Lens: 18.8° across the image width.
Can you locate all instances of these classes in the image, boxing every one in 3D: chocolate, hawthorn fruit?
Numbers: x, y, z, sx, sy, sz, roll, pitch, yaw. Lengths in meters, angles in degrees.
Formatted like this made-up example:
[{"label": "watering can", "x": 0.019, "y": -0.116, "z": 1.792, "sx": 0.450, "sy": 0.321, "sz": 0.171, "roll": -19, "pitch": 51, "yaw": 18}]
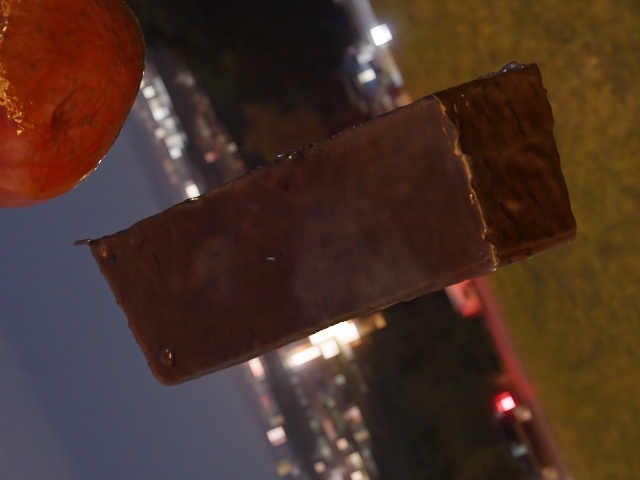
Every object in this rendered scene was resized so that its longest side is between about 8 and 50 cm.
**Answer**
[{"label": "chocolate", "x": 0.000, "y": 0.000, "z": 1.135, "sx": 0.321, "sy": 0.112, "sz": 0.111, "roll": -21, "pitch": 89, "yaw": 43}, {"label": "hawthorn fruit", "x": -0.205, "y": -0.062, "z": 1.134, "sx": 0.285, "sy": 0.165, "sz": 0.165, "roll": -69, "pitch": -32, "yaw": -43}]
